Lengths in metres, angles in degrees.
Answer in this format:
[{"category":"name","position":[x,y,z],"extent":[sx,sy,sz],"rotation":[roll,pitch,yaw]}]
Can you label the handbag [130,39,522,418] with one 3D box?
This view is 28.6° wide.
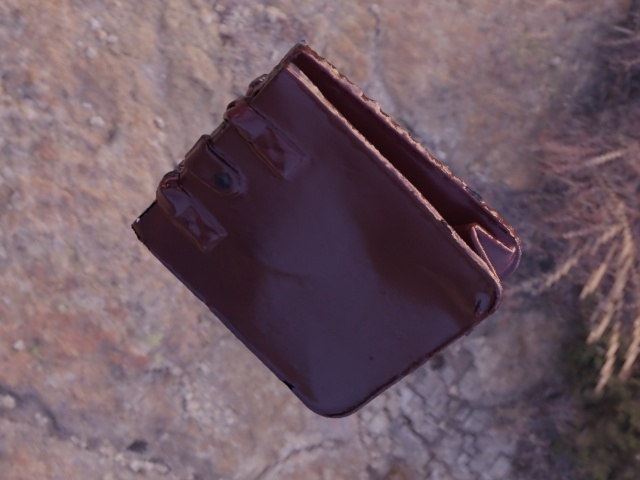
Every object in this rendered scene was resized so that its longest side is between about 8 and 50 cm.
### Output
[{"category":"handbag","position":[0.000,0.001,1.080],"extent":[0.275,0.260,0.084],"rotation":[44,40,-7]}]
